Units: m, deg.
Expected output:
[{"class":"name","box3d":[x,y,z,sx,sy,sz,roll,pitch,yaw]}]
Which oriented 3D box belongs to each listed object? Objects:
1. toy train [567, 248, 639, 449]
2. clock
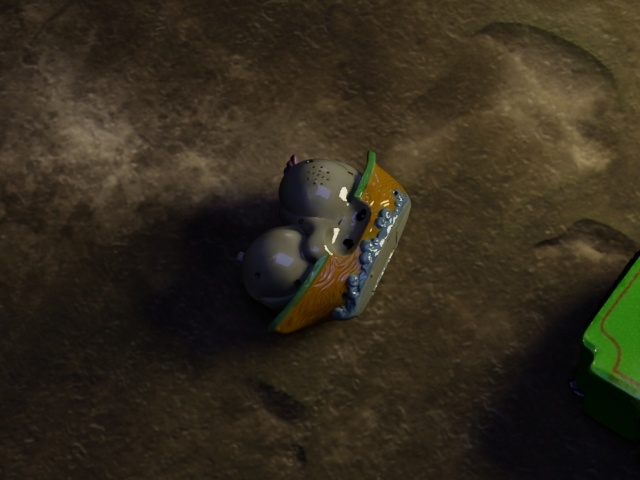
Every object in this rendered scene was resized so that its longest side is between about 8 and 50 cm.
[{"class":"toy train","box3d":[0.367,0.105,1.937,0.188,0.132,0.243,30,67,20]},{"class":"clock","box3d":[0.000,0.000,2.012,0.144,0.103,0.231,21,65,13]}]
